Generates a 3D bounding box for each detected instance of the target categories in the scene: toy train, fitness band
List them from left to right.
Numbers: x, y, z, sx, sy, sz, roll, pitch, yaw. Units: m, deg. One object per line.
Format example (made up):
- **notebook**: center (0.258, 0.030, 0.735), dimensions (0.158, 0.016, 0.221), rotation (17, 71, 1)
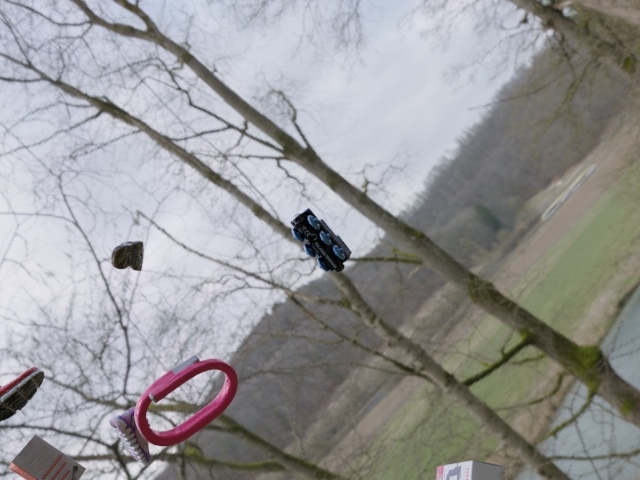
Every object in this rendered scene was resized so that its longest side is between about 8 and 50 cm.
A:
- **fitness band**: center (-0.357, 0.432, 1.650), dimensions (0.291, 0.054, 0.209), rotation (-33, -53, -21)
- **toy train**: center (0.000, 0.000, 1.538), dimensions (0.080, 0.184, 0.105), rotation (-38, 6, 18)

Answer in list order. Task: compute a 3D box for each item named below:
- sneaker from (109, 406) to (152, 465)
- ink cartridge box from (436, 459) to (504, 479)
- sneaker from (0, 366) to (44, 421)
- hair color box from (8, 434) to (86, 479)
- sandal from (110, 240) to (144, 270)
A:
- **sneaker**: center (-0.606, 0.649, 2.037), dimensions (0.104, 0.095, 0.236), rotation (-42, -51, -38)
- **ink cartridge box**: center (0.408, 0.714, 1.695), dimensions (0.237, 0.100, 0.172), rotation (121, 162, -62)
- **sneaker**: center (-0.804, 0.381, 1.463), dimensions (0.279, 0.118, 0.107), rotation (-37, -19, -34)
- **hair color box**: center (-0.726, 0.608, 1.628), dimensions (0.053, 0.167, 0.093), rotation (-52, 4, 41)
- **sandal**: center (-0.441, 0.033, 1.379), dimensions (0.180, 0.049, 0.072), rotation (7, -89, -85)
